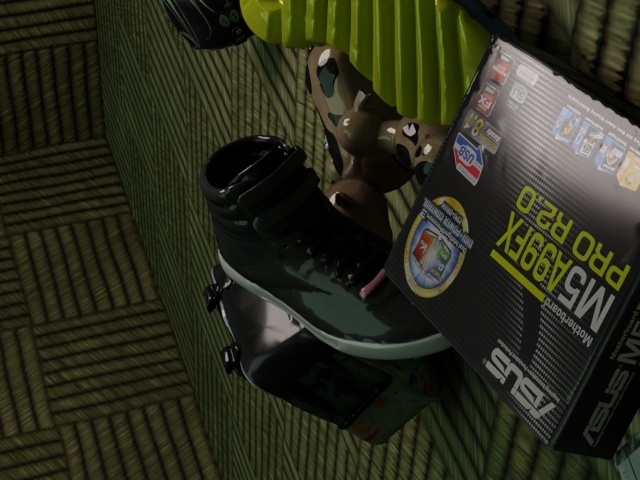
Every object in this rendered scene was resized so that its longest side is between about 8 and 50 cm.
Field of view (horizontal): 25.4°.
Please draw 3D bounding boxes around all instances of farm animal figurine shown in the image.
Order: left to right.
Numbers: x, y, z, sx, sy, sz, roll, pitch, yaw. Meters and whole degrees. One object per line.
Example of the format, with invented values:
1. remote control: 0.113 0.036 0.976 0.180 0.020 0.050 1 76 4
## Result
1. farm animal figurine: 0.064 -0.077 1.349 0.330 0.172 0.326 105 150 -60

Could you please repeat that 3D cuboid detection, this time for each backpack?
1. backpack: 0.026 0.096 1.551 0.253 0.191 0.225 39 -162 -41

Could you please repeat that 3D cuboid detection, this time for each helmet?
1. helmet: -0.155 -0.363 1.983 0.161 0.169 0.169 68 172 -31

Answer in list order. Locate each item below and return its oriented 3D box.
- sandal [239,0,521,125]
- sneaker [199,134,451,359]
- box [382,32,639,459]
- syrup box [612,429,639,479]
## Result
1. sandal: 0.071 -0.200 1.244 0.317 0.138 0.126 37 130 39
2. sneaker: 0.000 0.000 1.235 0.296 0.104 0.147 23 148 39
3. box: 0.166 -0.005 1.030 0.216 0.060 0.270 -65 32 16
4. syrup box: 0.272 0.128 0.873 0.237 0.096 0.093 109 145 -62
